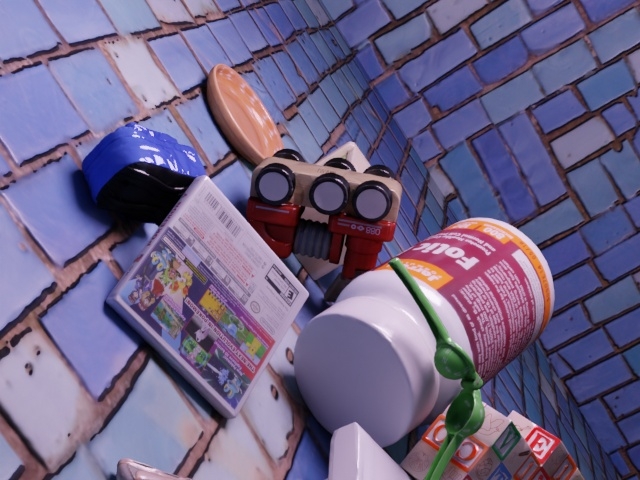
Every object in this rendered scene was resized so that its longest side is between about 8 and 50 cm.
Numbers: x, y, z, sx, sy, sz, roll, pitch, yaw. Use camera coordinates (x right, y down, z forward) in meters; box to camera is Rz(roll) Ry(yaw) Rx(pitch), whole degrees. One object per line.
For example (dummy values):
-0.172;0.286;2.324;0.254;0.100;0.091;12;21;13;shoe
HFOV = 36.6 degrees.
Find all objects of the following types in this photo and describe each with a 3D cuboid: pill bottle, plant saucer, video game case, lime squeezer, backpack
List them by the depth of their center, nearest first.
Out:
-0.115;0.062;1.060;0.201;0.023;0.183;51;53;-28;video game case
-0.206;-0.077;1.083;0.120;0.098;0.101;10;41;-52;backpack
0.141;0.173;1.161;0.059;0.109;0.311;158;-72;-80;lime squeezer
0.152;0.122;1.363;0.392;0.224;0.224;-26;85;-49;pill bottle
-0.129;-0.201;1.612;0.200;0.037;0.200;52;18;-25;plant saucer

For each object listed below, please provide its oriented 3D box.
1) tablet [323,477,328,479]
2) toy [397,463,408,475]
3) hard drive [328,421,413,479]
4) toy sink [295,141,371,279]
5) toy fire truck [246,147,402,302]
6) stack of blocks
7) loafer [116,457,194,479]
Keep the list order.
0.011;0.320;1.179;0.054;0.006;0.083;63;18;12;tablet
0.185;0.434;1.400;0.137;0.056;0.237;34;30;-53;toy
0.122;0.409;1.150;0.353;0.047;0.233;49;27;-30;hard drive
0.026;-0.065;1.626;0.131;0.152;0.234;54;18;-15;toy sink
0.000;0.000;1.456;0.158;0.217;0.246;-68;167;-70;toy fire truck
0.244;0.321;1.294;0.087;0.171;0.297;29;-17;46;stack of blocks
-0.134;0.224;0.867;0.125;0.045;0.039;36;22;-48;loafer
